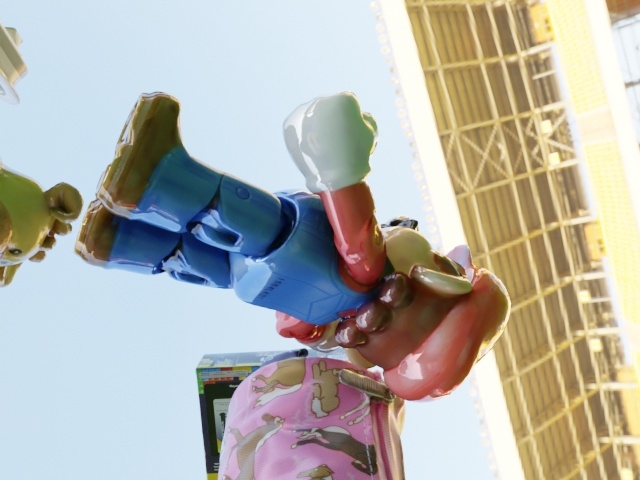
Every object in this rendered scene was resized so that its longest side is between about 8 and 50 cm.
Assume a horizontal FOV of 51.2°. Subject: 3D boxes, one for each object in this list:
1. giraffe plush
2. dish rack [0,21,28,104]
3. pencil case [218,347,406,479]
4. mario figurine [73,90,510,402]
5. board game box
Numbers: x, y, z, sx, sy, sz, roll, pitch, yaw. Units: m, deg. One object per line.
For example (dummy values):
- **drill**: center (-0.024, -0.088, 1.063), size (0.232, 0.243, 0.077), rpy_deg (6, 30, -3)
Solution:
- **giraffe plush**: center (-0.315, -0.039, 0.582), size (0.170, 0.181, 0.210), rpy_deg (51, -128, -9)
- **dish rack**: center (-0.498, -0.321, 0.779), size (0.072, 0.333, 0.285), rpy_deg (-56, -14, -19)
- **pencil case**: center (-0.002, 0.230, 0.432), size (0.386, 0.160, 0.167), rpy_deg (-91, 3, -66)
- **mario figurine**: center (0.000, 0.000, 0.497), size (0.320, 0.198, 0.170), rpy_deg (24, -96, -20)
- **board game box**: center (-0.041, 0.192, 0.722), size (0.048, 0.170, 0.141), rpy_deg (-80, -13, -79)
